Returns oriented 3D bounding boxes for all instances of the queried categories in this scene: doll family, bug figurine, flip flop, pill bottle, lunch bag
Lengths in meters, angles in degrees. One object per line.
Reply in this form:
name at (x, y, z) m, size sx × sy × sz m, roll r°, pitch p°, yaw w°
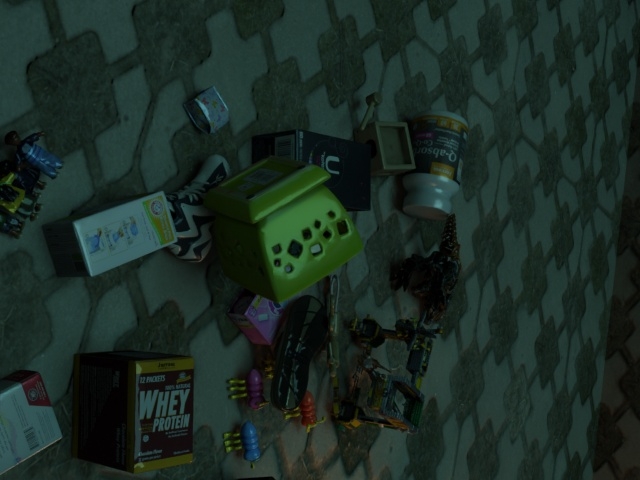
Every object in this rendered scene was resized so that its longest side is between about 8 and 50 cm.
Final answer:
doll family at (-0.520, -0.101, 1.393) m, size 0.111 × 0.076 × 0.193 m, roll 38°, pitch 56°, yaw -36°
bug figurine at (-0.101, 0.369, 1.838) m, size 0.279 × 0.072 × 0.216 m, roll -20°, pitch 103°, yaw -47°
flip flop at (-0.061, 0.246, 1.818) m, size 0.112 × 0.080 × 0.277 m, roll 33°, pitch 61°, yaw -33°
pill bottle at (0.314, -0.207, 2.265) m, size 0.162 × 0.162 × 0.279 m, roll 25°, pitch 70°, yaw -45°
lunch bag at (-0.238, -0.272, 1.729) m, size 0.083 × 0.053 × 0.071 m, roll 57°, pitch 47°, yaw -17°

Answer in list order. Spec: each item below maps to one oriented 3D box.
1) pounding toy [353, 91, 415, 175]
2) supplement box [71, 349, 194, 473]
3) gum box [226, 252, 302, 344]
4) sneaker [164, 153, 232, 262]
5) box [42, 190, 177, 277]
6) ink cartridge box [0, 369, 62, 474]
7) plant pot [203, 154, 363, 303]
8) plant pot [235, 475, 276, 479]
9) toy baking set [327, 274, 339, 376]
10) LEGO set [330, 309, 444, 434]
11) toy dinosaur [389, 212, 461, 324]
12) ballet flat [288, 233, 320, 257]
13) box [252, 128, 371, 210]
pounding toy at (0.138, -0.274, 2.129) m, size 0.181 × 0.094 × 0.206 m, roll -6°, pitch 84°, yaw -43°
supplement box at (-0.340, 0.302, 1.479) m, size 0.129 × 0.194 × 0.191 m, roll 4°, pitch 85°, yaw -48°
gum box at (-0.116, 0.127, 1.838) m, size 0.107 × 0.062 × 0.188 m, roll 54°, pitch 51°, yaw -32°
sneaker at (-0.271, -0.087, 1.649) m, size 0.153 × 0.094 × 0.235 m, roll 35°, pitch 73°, yaw -51°
box at (-0.383, -0.013, 1.505) m, size 0.203 × 0.114 × 0.103 m, roll -26°, pitch 106°, yaw -44°
ink cartridge box at (-0.535, 0.309, 1.350) m, size 0.175 × 0.072 × 0.127 m, roll -28°, pitch 109°, yaw -45°
plant pot at (-0.085, -0.039, 1.621) m, size 0.227 × 0.228 × 0.207 m, roll -33°, pitch 119°, yaw -26°
plant pot at (-0.149, 0.599, 1.704) m, size 0.188 × 0.187 × 0.167 m, roll -26°, pitch 94°, yaw -46°
toy baking set at (0.034, 0.194, 1.946) m, size 0.256 × 0.030 × 0.197 m, roll -88°, pitch -179°, yaw -67°
LEGO set at (0.142, 0.313, 1.980) m, size 0.331 × 0.255 × 0.192 m, roll -67°, pitch 149°, yaw -16°
toy dinosaur at (0.317, 0.086, 2.262) m, size 0.218 × 0.164 × 0.322 m, roll -18°, pitch 104°, yaw -51°
ballet flat at (0.000, 0.000, 1.974) m, size 0.188 × 0.070 × 0.070 m, roll -41°, pitch 118°, yaw -42°
box at (-0.015, -0.155, 1.904) m, size 0.270 × 0.143 × 0.165 m, roll 3°, pitch 86°, yaw -49°
